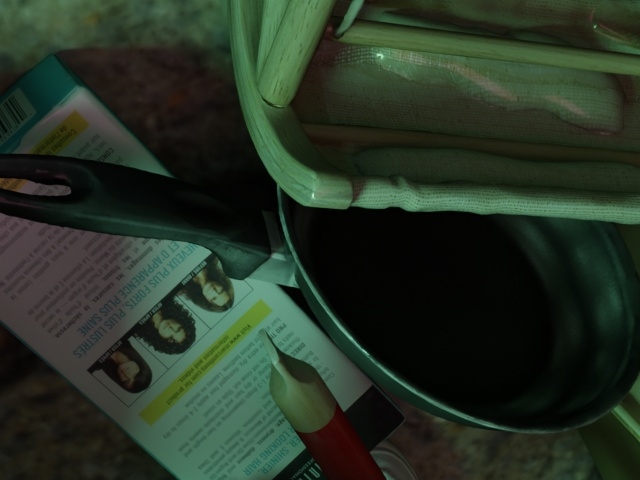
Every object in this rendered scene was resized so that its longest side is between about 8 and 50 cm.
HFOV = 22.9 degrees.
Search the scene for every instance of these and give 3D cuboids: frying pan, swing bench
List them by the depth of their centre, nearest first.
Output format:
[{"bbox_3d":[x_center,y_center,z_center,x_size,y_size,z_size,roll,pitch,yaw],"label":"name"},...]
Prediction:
[{"bbox_3d":[0.018,0.023,0.688,0.326,0.197,0.053,-18,156,-41],"label":"frying pan"},{"bbox_3d":[0.109,-0.143,0.689,0.253,0.165,0.254,4,115,-25],"label":"swing bench"}]

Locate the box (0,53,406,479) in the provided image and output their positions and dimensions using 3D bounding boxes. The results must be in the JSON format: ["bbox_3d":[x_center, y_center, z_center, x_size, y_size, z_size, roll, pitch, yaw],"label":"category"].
[{"bbox_3d":[-0.073,0.034,0.739,0.100,0.060,0.244,-43,120,-1],"label":"box"}]

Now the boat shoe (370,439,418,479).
[{"bbox_3d":[0.036,0.192,0.848,0.066,0.063,0.184,-11,115,-18],"label":"boat shoe"}]

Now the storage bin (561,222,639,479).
[{"bbox_3d":[0.236,0.136,0.800,0.123,0.260,0.262,-32,120,-4],"label":"storage bin"}]

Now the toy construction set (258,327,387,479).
[{"bbox_3d":[-0.037,0.162,0.595,0.257,0.309,0.237,-14,132,18],"label":"toy construction set"}]
